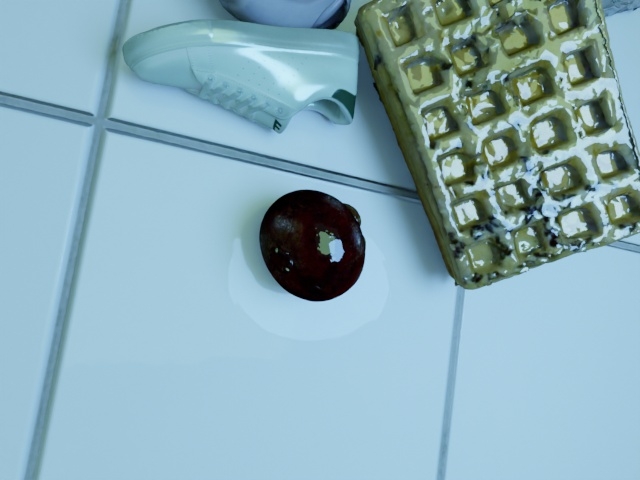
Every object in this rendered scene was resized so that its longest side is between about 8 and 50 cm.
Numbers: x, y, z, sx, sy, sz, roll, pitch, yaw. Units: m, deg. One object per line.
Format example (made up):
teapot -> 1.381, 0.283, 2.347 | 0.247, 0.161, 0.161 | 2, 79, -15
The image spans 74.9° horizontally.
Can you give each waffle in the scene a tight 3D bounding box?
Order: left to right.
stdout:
waffle -> 0.228, -0.147, 0.520 | 0.261, 0.114, 0.375 | -22, 98, 7

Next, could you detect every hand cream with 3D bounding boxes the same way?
hand cream -> 0.555, -0.451, 0.746 | 0.257, 0.050, 0.083 | -23, 94, -14

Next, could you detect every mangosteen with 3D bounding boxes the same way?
mangosteen -> 0.000, 0.000, 0.483 | 0.140, 0.140, 0.139 | 1, 87, -21

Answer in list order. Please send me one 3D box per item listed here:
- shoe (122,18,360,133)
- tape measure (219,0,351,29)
shoe -> -0.072, -0.176, 0.472 | 0.265, 0.095, 0.110 | -11, 101, -18
tape measure -> -0.036, -0.329, 0.454 | 0.236, 0.120, 0.197 | -2, 121, -40
